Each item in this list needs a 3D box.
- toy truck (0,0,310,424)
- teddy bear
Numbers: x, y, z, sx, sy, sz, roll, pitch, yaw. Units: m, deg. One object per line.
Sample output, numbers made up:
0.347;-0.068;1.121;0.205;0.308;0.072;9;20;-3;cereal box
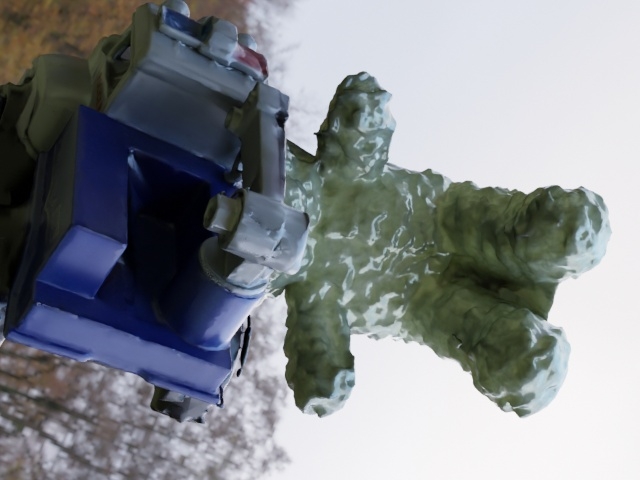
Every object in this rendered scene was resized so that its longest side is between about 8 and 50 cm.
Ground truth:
-0.090;-0.026;0.550;0.177;0.161;0.213;-50;-148;31;toy truck
0.000;0.000;1.018;0.375;0.362;0.328;20;-85;52;teddy bear
